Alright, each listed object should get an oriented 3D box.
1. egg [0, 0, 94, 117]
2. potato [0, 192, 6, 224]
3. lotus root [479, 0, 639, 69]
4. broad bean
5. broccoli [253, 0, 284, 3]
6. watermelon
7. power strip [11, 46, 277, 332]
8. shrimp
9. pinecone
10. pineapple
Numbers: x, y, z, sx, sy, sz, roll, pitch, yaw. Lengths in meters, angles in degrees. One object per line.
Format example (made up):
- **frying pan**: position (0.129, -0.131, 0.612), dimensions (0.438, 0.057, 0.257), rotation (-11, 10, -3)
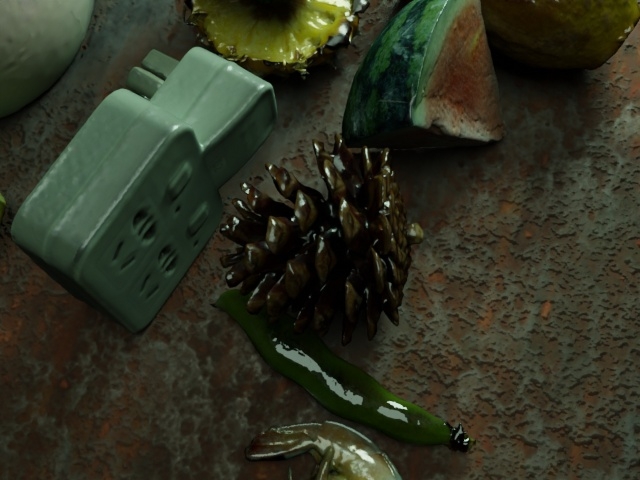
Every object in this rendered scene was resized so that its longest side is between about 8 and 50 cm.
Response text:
- **egg**: position (-0.434, -0.324, 0.826), dimensions (0.355, 0.340, 0.354), rotation (0, 73, 1)
- **potato**: position (-0.409, -0.013, 0.873), dimensions (0.120, 0.081, 0.149), rotation (36, 91, 42)
- **lotus root**: position (0.215, -0.299, 0.912), dimensions (0.291, 0.193, 0.193), rotation (36, 75, 14)
- **broad bean**: position (0.014, 0.137, 0.822), dimensions (0.298, 0.043, 0.060), rotation (32, 63, 10)
- **broccoli**: position (-0.063, -0.327, 0.850), dimensions (0.196, 0.156, 0.195), rotation (7, 31, -4)
- **watermelon**: position (0.110, -0.172, 0.866), dimensions (0.136, 0.202, 0.207), rotation (27, 88, 32)
- **power strip**: position (-0.170, -0.067, 0.792), dimensions (0.141, 0.229, 0.261), rotation (30, 75, 11)
- **shrimp**: position (-0.044, 0.248, 0.786), dimensions (0.251, 0.052, 0.143), rotation (-3, 61, -9)
- **pinecone**: position (0.000, 0.000, 0.789), dimensions (0.208, 0.207, 0.207), rotation (0, 71, 0)
- **pineapple**: position (-0.050, -0.261, 0.938), dimensions (0.225, 0.076, 0.224), rotation (0, 67, 0)
